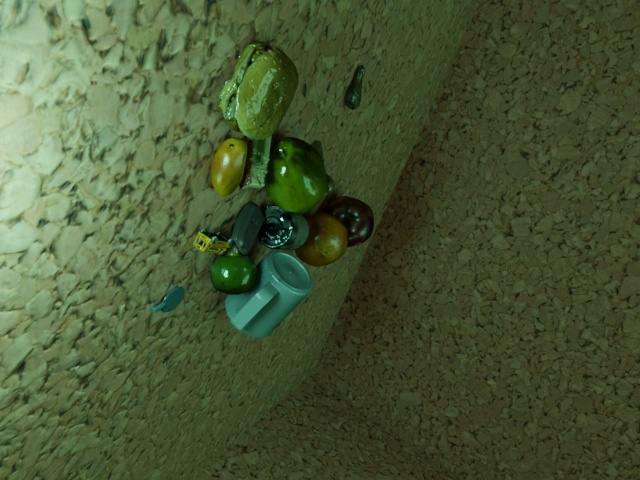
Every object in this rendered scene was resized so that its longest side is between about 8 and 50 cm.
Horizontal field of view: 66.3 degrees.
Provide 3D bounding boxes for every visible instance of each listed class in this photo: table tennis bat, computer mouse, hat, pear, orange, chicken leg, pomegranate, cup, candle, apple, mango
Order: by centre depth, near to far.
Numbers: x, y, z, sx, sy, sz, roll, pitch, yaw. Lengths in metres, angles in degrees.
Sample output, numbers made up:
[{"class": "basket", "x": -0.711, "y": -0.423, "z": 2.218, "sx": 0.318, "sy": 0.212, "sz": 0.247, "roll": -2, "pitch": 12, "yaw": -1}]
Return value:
[{"class": "mango", "x": -0.303, "y": -0.239, "z": 1.613, "sx": 0.141, "sy": 0.102, "sz": 0.217, "roll": -77, "pitch": -174, "yaw": -53}, {"class": "table tennis bat", "x": -0.548, "y": 0.222, "z": 1.772, "sx": 0.155, "sy": 0.019, "sz": 0.100, "roll": -34, "pitch": 148, "yaw": -56}, {"class": "pear", "x": -0.099, "y": -0.246, "z": 1.891, "sx": 0.269, "sy": 0.269, "sz": 0.321, "roll": -54, "pitch": 148, "yaw": -19}, {"class": "computer mouse", "x": -0.284, "y": -0.048, "z": 1.904, "sx": 0.232, "sy": 0.057, "sz": 0.120, "roll": -74, "pitch": 149, "yaw": -42}, {"class": "pomegranate", "x": -0.340, "y": 0.101, "z": 1.918, "sx": 0.187, "sy": 0.187, "sz": 0.225, "roll": -16, "pitch": 108, "yaw": -64}, {"class": "cup", "x": -0.239, "y": 0.221, "z": 2.082, "sx": 0.331, "sy": 0.257, "sz": 0.311, "roll": 9, "pitch": 132, "yaw": -50}, {"class": "candle", "x": -0.152, "y": -0.047, "z": 2.151, "sx": 0.187, "sy": 0.187, "sz": 0.330, "roll": -62, "pitch": 163, "yaw": 6}, {"class": "chicken leg", "x": 0.165, "y": -0.687, "z": 2.202, "sx": 0.085, "sy": 0.069, "sz": 0.198, "roll": -25, "pitch": 134, "yaw": -62}, {"class": "hat", "x": -0.011, "y": -0.370, "z": 2.205, "sx": 0.146, "sy": 0.067, "sz": 0.146, "roll": -50, "pitch": 159, "yaw": -27}, {"class": "orange", "x": 0.000, "y": 0.000, "z": 2.449, "sx": 0.226, "sy": 0.284, "sz": 0.284, "roll": -105, "pitch": -154, "yaw": -52}, {"class": "apple", "x": 0.144, "y": -0.100, "z": 2.666, "sx": 0.288, "sy": 0.288, "sz": 0.317, "roll": -61, "pitch": -179, "yaw": 1}]

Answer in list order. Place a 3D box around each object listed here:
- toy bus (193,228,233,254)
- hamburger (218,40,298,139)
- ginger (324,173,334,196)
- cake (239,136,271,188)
[{"class": "toy bus", "x": -0.389, "y": 0.008, "z": 1.789, "sx": 0.074, "sy": 0.069, "sz": 0.162, "roll": -61, "pitch": 160, "yaw": 5}, {"class": "hamburger", "x": -0.186, "y": -0.458, "z": 1.527, "sx": 0.283, "sy": 0.144, "sz": 0.259, "roll": -58, "pitch": 165, "yaw": 11}, {"class": "ginger", "x": -0.007, "y": -0.251, "z": 2.374, "sx": 0.204, "sy": 0.080, "sz": 0.104, "roll": -43, "pitch": 122, "yaw": -43}, {"class": "cake", "x": -0.235, "y": -0.280, "z": 1.724, "sx": 0.116, "sy": 0.086, "sz": 0.220, "roll": -18, "pitch": -113, "yaw": 59}]
